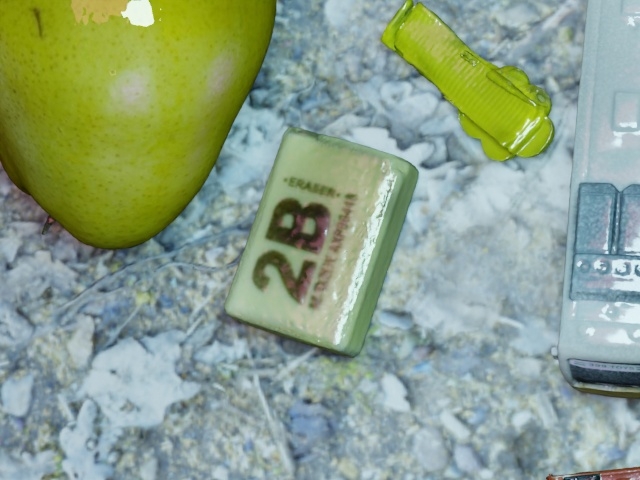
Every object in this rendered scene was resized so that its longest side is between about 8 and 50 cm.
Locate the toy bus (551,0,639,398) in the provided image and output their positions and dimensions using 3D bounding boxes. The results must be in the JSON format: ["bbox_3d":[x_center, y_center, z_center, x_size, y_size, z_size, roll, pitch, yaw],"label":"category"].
[{"bbox_3d":[0.244,-0.055,1.313,0.097,0.138,0.342,3,79,18],"label":"toy bus"}]

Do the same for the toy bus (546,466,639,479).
[{"bbox_3d":[0.228,0.189,1.319,0.110,0.043,0.031,-10,76,17],"label":"toy bus"}]

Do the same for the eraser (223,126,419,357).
[{"bbox_3d":[0.000,0.000,1.430,0.117,0.058,0.172,17,85,21],"label":"eraser"}]

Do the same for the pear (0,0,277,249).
[{"bbox_3d":[-0.178,-0.166,1.414,0.285,0.285,0.336,5,83,20],"label":"pear"}]

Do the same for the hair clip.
[{"bbox_3d":[0.124,-0.127,1.418,0.173,0.046,0.072,41,104,23],"label":"hair clip"}]
